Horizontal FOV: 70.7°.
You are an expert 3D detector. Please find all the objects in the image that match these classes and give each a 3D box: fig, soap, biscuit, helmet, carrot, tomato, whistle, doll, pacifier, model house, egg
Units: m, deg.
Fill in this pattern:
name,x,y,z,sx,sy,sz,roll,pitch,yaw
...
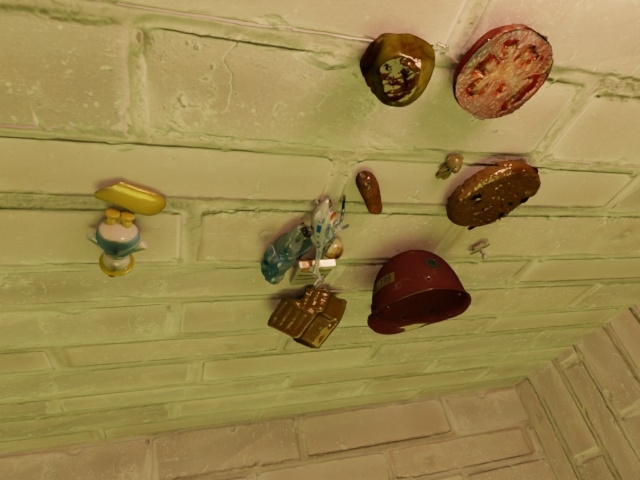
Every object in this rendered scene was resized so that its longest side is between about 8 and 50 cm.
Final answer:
name,x,y,z,sx,sy,sz,roll,pitch,yaw
fig,0.166,-0.364,0.948,0.165,0.154,0.144,-33,136,-27
soap,-0.475,-0.108,1.139,0.089,0.033,0.168,-38,138,26
biscuit,0.526,-0.144,1.399,0.296,0.075,0.296,-12,149,-7
helmet,0.323,0.163,1.611,0.337,0.230,0.385,7,147,-25
carrot,0.146,-0.134,1.299,0.060,0.060,0.186,-21,146,9
tomato,0.399,-0.388,1.021,0.225,0.085,0.225,-6,142,-5
whistle,-0.116,0.045,1.420,0.180,0.093,0.269,-15,152,-44
doll,-0.553,0.017,1.228,0.135,0.099,0.241,-18,153,-36
pacifier,0.604,0.043,1.687,0.083,0.064,0.068,-34,157,25
model house,-0.066,0.276,1.716,0.239,0.173,0.268,34,92,-31
egg,0.041,0.028,1.468,0.071,0.071,0.083,-11,154,-4
doll,0.372,-0.210,1.300,0.061,0.051,0.093,0,171,-21

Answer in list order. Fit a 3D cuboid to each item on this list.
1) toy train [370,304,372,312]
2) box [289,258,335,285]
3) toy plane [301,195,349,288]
name,x,y,z,sx,sy,sz,roll,pitch,yaw
toy train,0.333,0.291,1.912,0.225,0.090,0.137,13,143,-33
box,-0.032,0.110,1.530,0.122,0.032,0.220,-3,162,-13
toy plane,0.005,-0.003,1.362,0.107,0.182,0.273,26,141,18
